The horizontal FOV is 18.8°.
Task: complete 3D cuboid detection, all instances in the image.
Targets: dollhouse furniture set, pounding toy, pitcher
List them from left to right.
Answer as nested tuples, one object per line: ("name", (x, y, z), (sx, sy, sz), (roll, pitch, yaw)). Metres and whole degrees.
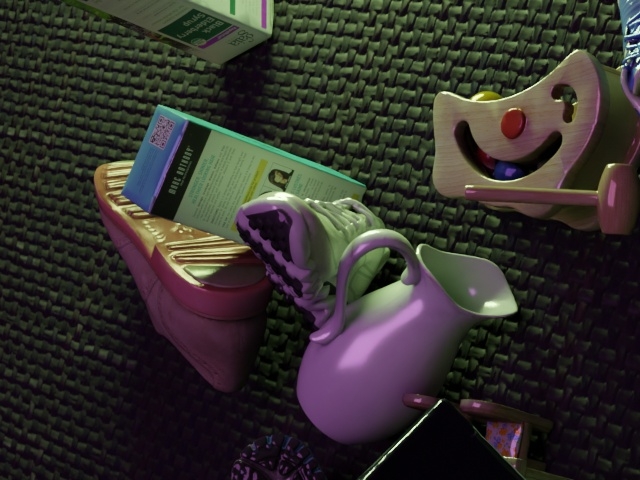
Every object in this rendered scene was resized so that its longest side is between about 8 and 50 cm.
("pitcher", (0.053, 0.086, 1.798), (0.207, 0.178, 0.125), (-47, 31, 25))
("dollhouse furniture set", (0.127, 0.243, 1.663), (0.242, 0.161, 0.212), (0, 76, 49))
("pounding toy", (0.190, -0.099, 1.731), (0.269, 0.155, 0.154), (15, 91, 51))

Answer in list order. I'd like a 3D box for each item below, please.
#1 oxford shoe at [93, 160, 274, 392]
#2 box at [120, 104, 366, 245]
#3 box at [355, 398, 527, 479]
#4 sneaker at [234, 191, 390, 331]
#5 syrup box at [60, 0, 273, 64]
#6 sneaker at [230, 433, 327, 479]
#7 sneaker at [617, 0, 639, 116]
("oxford shoe", (-0.165, 0.027, 2.109), (0.397, 0.140, 0.146), (-126, 36, -58))
("box", (-0.074, -0.050, 1.944), (0.060, 0.244, 0.100), (30, 98, 50))
("box", (0.053, 0.365, 1.490), (0.293, 0.212, 0.395), (46, 136, 5))
("sneaker", (0.000, 0.000, 1.835), (0.118, 0.292, 0.110), (-42, 74, -4))
("syrup box", (-0.170, -0.286, 2.154), (0.093, 0.237, 0.096), (-23, 58, 43))
("sneaker", (0.007, 0.320, 1.832), (0.110, 0.122, 0.283), (-19, 77, 4))
("sneaker", (0.301, -0.161, 1.687), (0.080, 0.081, 0.211), (-43, 45, 32))
